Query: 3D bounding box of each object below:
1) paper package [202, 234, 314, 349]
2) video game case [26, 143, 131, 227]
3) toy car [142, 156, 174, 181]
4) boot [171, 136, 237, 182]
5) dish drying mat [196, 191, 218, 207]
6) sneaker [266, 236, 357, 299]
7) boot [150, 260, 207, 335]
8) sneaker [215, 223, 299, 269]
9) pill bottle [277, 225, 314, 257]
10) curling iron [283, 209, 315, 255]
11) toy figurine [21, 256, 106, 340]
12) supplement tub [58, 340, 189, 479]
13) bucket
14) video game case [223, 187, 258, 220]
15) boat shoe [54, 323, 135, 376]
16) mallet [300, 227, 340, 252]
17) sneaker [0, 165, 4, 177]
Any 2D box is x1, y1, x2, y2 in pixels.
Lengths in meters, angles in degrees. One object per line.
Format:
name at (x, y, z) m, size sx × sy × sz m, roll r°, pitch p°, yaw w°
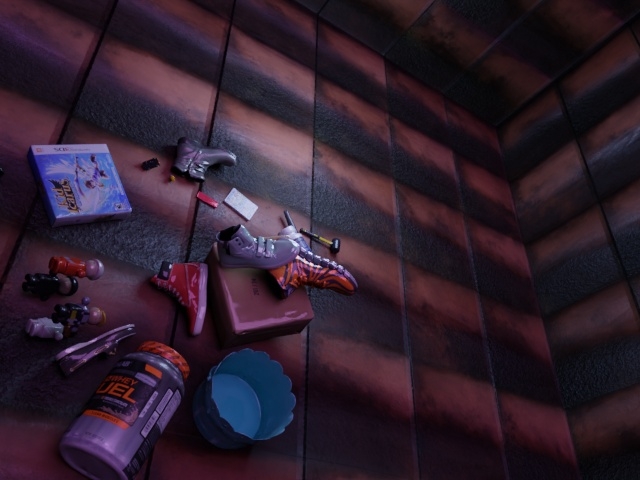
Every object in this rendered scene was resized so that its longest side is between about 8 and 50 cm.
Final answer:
paper package at (-0.213, 0.169, 1.923) m, size 0.310 × 0.168 × 0.324 m, roll -6°, pitch 64°, yaw -30°
video game case at (-0.769, -0.183, 1.824) m, size 0.244 × 0.061 × 0.269 m, roll -11°, pitch 69°, yaw -43°
toy car at (-0.585, -0.248, 2.057) m, size 0.122 × 0.060 × 0.040 m, roll 51°, pitch -5°, yaw -22°
boot at (-0.443, -0.284, 2.171) m, size 0.247 × 0.083 × 0.161 m, roll 15°, pitch 59°, yaw -25°
dish drying mat at (-0.423, -0.152, 2.131) m, size 0.083 × 0.008 × 0.032 m, roll 30°, pitch 45°, yaw -19°
sneaker at (-0.048, 0.136, 1.860) m, size 0.321 × 0.124 × 0.180 m, roll 27°, pitch 57°, yaw 3°
boot at (-0.455, 0.184, 1.819) m, size 0.176 × 0.088 × 0.244 m, roll 5°, pitch 65°, yaw -21°
sneaker at (-0.197, 0.014, 1.761) m, size 0.256 × 0.151 × 0.094 m, roll -6°, pitch 50°, yaw 1°
pill bottle at (-0.095, 0.031, 2.209) m, size 0.094 × 0.094 × 0.169 m, roll -21°, pitch 76°, yaw -46°
curling iron at (-0.083, -0.001, 2.287) m, size 0.068 × 0.035 × 0.273 m, roll -18°, pitch 74°, yaw -50°
toy figurine at (-0.686, 0.158, 1.542) m, size 0.148 × 0.213 × 0.209 m, roll 14°, pitch 54°, yaw -53°
supplement tub at (-0.497, 0.443, 1.493) m, size 0.207 × 0.207 × 0.338 m, roll 39°, pitch 42°, yaw -11°
bucket at (-0.236, 0.480, 1.703) m, size 0.281 × 0.183 × 0.281 m, roll 22°, pitch 49°, yaw -28°
video game case at (-0.309, -0.140, 2.215) m, size 0.122 × 0.011 × 0.087 m, roll 39°, pitch 44°, yaw -12°
boat shoe at (-0.616, 0.304, 1.591) m, size 0.228 × 0.081 × 0.068 m, roll -23°, pitch 80°, yaw -39°
mallet at (0.000, 0.000, 2.360) m, size 0.190 × 0.039 × 0.062 m, roll 19°, pitch 47°, yaw -24°
sneaker at (-0.994, -0.147, 1.576) m, size 0.146 × 0.102 × 0.293 m, roll 38°, pitch 43°, yaw -14°
